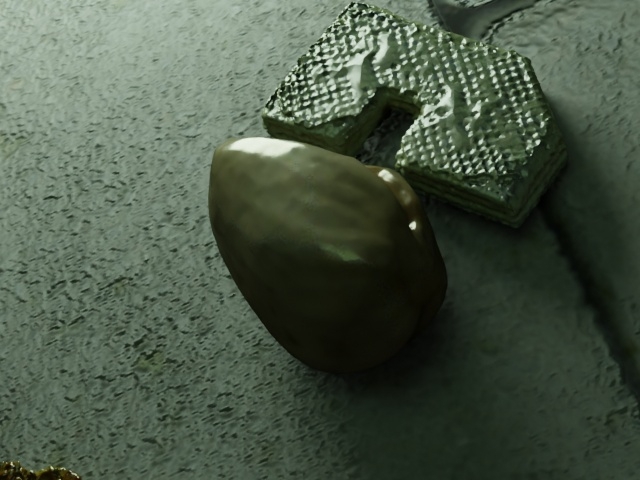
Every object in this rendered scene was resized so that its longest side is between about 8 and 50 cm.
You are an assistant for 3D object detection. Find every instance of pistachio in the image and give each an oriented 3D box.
[{"bbox_3d":[0.000,0.000,1.005,0.153,0.137,0.238,-48,49,13],"label":"pistachio"}]

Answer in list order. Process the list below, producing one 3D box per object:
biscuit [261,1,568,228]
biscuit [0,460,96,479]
[{"bbox_3d":[0.083,-0.105,1.081,0.250,0.046,0.147,24,62,31],"label":"biscuit"},{"bbox_3d":[-0.191,0.233,1.006,0.206,0.025,0.126,10,64,29],"label":"biscuit"}]
